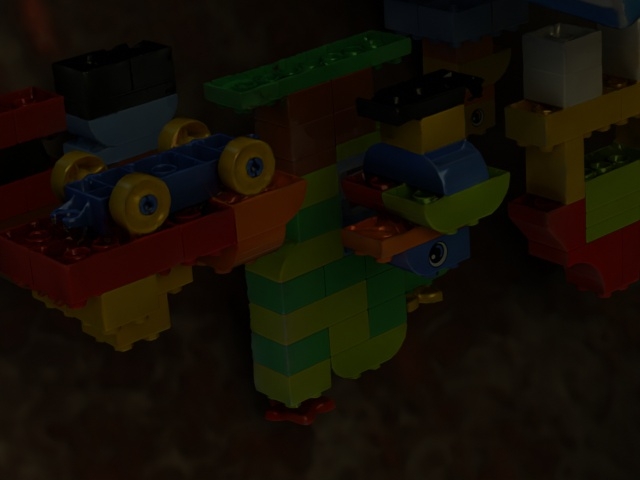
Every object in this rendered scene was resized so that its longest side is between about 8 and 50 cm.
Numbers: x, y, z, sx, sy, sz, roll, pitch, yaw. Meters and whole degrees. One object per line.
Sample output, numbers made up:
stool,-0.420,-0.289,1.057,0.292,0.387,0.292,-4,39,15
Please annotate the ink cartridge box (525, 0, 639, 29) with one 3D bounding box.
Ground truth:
ink cartridge box,0.079,-0.203,0.465,0.233,0.171,0.168,-40,128,-20

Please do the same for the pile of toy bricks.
pile of toy bricks,0.000,0.000,0.485,0.212,0.118,0.105,-21,117,-36
